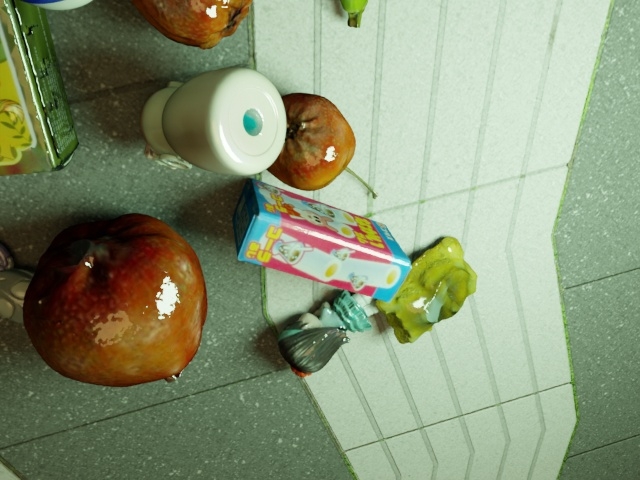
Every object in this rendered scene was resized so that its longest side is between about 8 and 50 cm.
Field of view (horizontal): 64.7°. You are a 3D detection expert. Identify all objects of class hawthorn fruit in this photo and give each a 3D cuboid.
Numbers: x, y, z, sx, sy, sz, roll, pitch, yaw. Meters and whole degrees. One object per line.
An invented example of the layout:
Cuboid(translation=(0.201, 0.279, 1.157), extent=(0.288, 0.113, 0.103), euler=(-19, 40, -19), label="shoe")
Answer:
Cuboid(translation=(-0.317, 0.097, 0.840), extent=(0.295, 0.294, 0.311), euler=(-31, 154, 4), label="hawthorn fruit")
Cuboid(translation=(0.019, -0.148, 0.881), extent=(0.286, 0.165, 0.165), euler=(14, 116, -52), label="hawthorn fruit")
Cuboid(translation=(-0.182, -0.359, 0.702), extent=(0.179, 0.173, 0.173), euler=(14, 116, 9), label="hawthorn fruit")

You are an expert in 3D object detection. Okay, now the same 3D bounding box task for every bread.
Cuboid(translation=(0.236, 0.110, 1.066), extent=(0.233, 0.088, 0.160), euler=(-45, 132, -13), label="bread")

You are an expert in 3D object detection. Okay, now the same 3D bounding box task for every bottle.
Cuboid(translation=(-0.181, -0.176, 0.762), extent=(0.148, 0.237, 0.147), euler=(-13, 107, -49), label="bottle")

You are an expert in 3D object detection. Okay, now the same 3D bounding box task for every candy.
Cuboid(translation=(0.000, 0.001, 0.927), extent=(0.306, 0.157, 0.100), euler=(16, 113, -22), label="candy")

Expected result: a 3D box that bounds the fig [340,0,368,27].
Cuboid(translation=(0.088, -0.453, 0.668), extent=(0.233, 0.233, 0.313), euler=(4, 110, -16), label="fig")

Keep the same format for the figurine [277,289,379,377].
Cuboid(translation=(0.026, 0.188, 1.064), extent=(0.246, 0.110, 0.137), euler=(-35, 123, -3), label="figurine")

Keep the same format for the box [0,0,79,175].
Cuboid(translation=(-0.567, -0.282, 0.651), extent=(0.374, 0.138, 0.419), euler=(-7, 118, -10), label="box")

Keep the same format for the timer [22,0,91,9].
Cuboid(translation=(-0.187, -0.386, 0.506), extent=(0.383, 0.270, 0.270), euler=(-50, 119, -10), label="timer")

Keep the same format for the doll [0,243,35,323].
Cuboid(translation=(-0.538, 0.086, 0.890), extent=(0.102, 0.075, 0.227), euler=(-42, 107, -1), label="doll")
